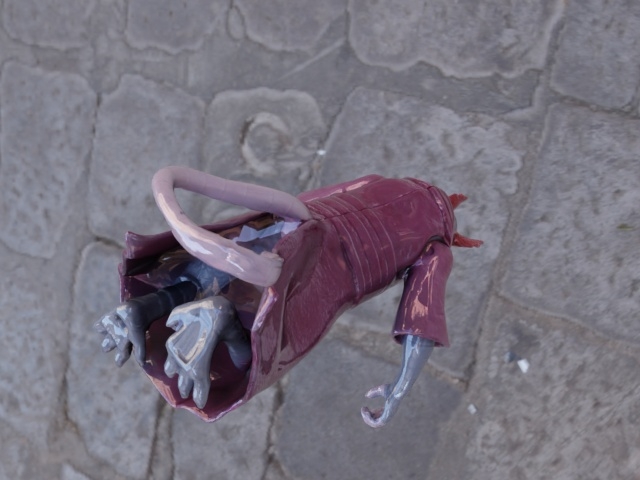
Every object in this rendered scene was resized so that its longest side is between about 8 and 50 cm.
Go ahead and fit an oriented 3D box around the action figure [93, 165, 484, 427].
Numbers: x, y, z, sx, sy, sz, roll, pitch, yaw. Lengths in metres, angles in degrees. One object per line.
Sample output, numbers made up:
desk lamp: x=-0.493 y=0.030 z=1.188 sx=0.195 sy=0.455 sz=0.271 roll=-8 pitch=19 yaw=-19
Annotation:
action figure: x=0.000 y=0.000 z=0.705 sx=0.248 sy=0.370 sz=0.276 roll=45 pitch=141 yaw=33
